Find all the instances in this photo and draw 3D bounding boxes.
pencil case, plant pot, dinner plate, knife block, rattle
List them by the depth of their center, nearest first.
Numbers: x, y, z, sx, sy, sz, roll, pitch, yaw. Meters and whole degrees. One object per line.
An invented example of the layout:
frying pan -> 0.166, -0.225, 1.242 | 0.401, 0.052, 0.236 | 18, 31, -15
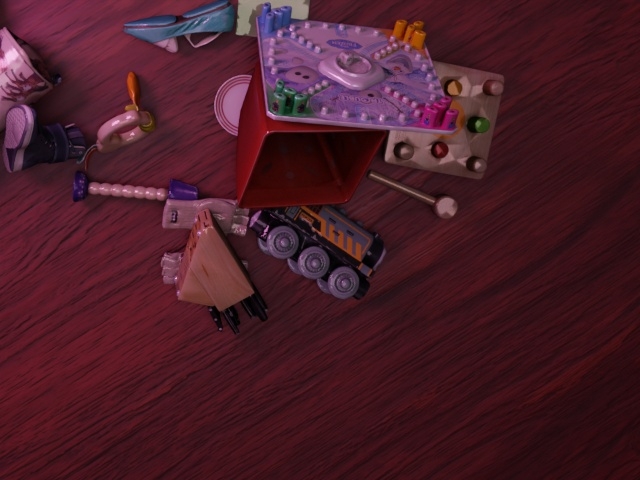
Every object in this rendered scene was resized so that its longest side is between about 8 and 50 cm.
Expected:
pencil case -> -0.745, -0.259, 1.785 | 0.410, 0.183, 0.160 | -42, 97, 3
plant pot -> -0.049, -0.244, 1.842 | 0.267, 0.267, 0.236 | -3, 59, -22
rattle -> -0.476, -0.264, 1.888 | 0.199, 0.130, 0.143 | -27, 95, 23
dinner plate -> -0.174, -0.310, 1.957 | 0.141, 0.017, 0.141 | -2, 101, -10
knife block -> -0.202, 0.082, 1.958 | 0.242, 0.088, 0.276 | 12, 116, -23

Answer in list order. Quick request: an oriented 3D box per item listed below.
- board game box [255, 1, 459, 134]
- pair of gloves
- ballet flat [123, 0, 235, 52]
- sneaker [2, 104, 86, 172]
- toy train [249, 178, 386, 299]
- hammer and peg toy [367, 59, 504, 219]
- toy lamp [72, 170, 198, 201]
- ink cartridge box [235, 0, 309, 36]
board game box -> 0.070, -0.372, 1.793 | 0.390, 0.390, 0.050 | 4, 133, -12
pair of gloves -> -0.268, 0.006, 1.972 | 0.204, 0.042, 0.240 | -2, 119, -15
ballet flat -> -0.306, -0.462, 1.872 | 0.247, 0.083, 0.087 | -14, 118, -5
sneaker -> -0.569, -0.225, 1.777 | 0.163, 0.226, 0.086 | -15, 77, -30
toy train -> 0.000, 0.000, 1.997 | 0.334, 0.142, 0.190 | 34, 84, -15
hammer and peg toy -> 0.272, -0.234, 1.995 | 0.266, 0.127, 0.361 | 10, 100, -12
toy lamp -> -0.415, -0.111, 1.925 | 0.274, 0.080, 0.080 | 7, 100, -10
ink cartridge box -> -0.098, -0.573, 1.898 | 0.171, 0.056, 0.235 | 3, 99, -11
